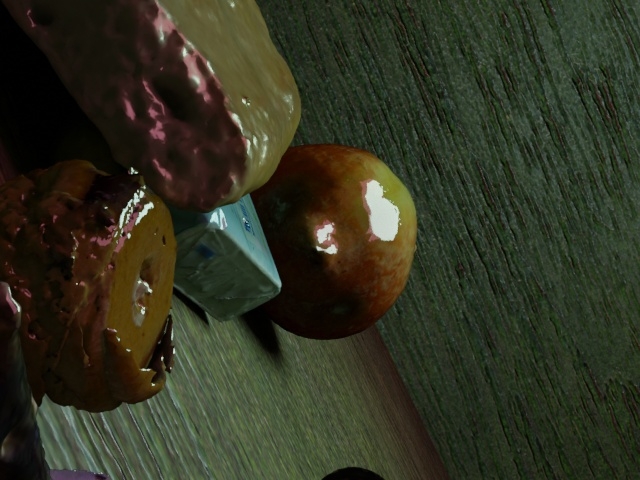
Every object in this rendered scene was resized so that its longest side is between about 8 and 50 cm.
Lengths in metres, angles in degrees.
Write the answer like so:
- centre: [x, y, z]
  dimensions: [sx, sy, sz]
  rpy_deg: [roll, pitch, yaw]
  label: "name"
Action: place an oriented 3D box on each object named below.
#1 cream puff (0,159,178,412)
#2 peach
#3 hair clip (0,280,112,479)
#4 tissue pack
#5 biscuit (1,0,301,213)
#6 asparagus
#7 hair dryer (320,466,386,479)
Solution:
- centre: [-0.122, 0.021, 0.559]
  dimensions: [0.133, 0.104, 0.119]
  rpy_deg: [8, 88, -76]
  label: "cream puff"
- centre: [0.000, 0.000, 1.332]
  dimensions: [0.232, 0.232, 0.256]
  rpy_deg: [64, 14, -7]
  label: "peach"
- centre: [-0.107, 0.126, 0.493]
  dimensions: [0.110, 0.095, 0.358]
  rpy_deg: [28, -23, 27]
  label: "hair clip"
- centre: [-0.128, -0.075, 1.074]
  dimensions: [0.263, 0.089, 0.177]
  rpy_deg: [66, 7, 27]
  label: "tissue pack"
- centre: [-0.151, -0.223, 0.893]
  dimensions: [0.429, 0.104, 0.446]
  rpy_deg: [52, 14, 0]
  label: "biscuit"
- centre: [-0.182, -0.122, 0.903]
  dimensions: [0.060, 0.067, 0.277]
  rpy_deg: [30, 22, -30]
  label: "asparagus"
- centre: [0.066, 0.355, 1.083]
  dimensions: [0.135, 0.090, 0.278]
  rpy_deg: [60, 12, -63]
  label: "hair dryer"
